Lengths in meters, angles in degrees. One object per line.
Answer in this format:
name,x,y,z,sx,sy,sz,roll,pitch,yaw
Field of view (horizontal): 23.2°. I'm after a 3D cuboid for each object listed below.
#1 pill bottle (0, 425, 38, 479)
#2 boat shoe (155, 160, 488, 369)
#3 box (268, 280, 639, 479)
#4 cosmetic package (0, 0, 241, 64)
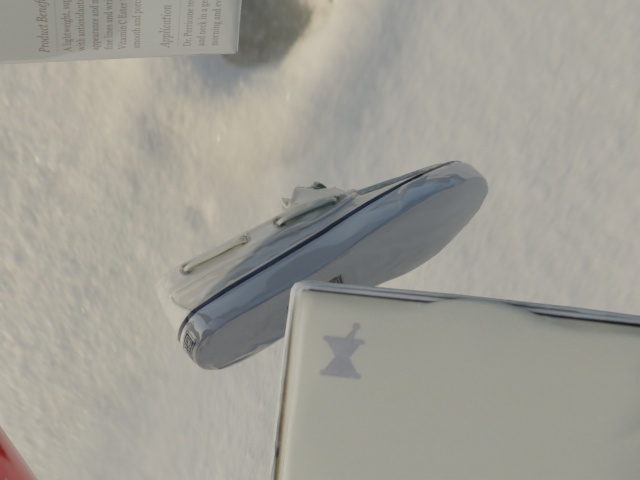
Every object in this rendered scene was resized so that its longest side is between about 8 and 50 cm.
pill bottle,-0.235,0.276,0.994,0.229,0.229,0.407,-32,124,-10
boat shoe,0.000,0.000,1.198,0.267,0.096,0.088,-31,61,-8
box,0.051,0.097,0.700,0.148,0.311,0.121,7,83,2
cosmetic package,-0.137,-0.197,0.840,0.184,0.151,0.151,-3,61,-10
